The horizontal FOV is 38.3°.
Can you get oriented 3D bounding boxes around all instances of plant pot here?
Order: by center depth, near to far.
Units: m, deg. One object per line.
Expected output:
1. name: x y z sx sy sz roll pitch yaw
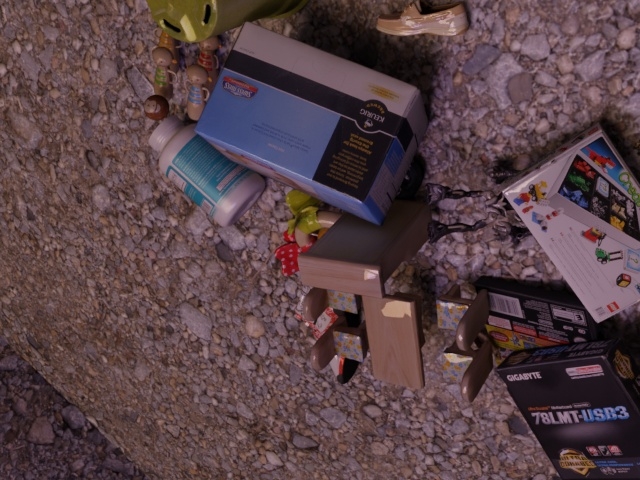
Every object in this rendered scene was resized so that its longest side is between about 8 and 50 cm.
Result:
1. plant pot: -0.183 -0.489 1.675 0.276 0.254 0.276 23 135 25

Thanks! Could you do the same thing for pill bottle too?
1. pill bottle: -0.264 -0.165 2.092 0.264 0.146 0.146 43 140 4

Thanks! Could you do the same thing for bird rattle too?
1. bird rattle: 0.000 0.000 2.028 0.207 0.143 0.253 14 136 10

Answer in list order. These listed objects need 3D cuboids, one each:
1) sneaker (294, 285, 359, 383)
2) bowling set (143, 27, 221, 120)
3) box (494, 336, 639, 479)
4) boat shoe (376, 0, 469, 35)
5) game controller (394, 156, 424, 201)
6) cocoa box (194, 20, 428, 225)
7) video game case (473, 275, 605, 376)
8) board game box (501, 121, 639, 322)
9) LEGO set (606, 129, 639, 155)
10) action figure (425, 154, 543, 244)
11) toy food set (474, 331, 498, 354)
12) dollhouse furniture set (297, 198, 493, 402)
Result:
1. sneaker: 0.017 0.212 2.210 0.145 0.090 0.270 19 129 29
2. bowling set: -0.278 -0.343 1.929 0.287 0.200 0.154 26 135 17
3. box: 0.522 0.337 1.777 0.293 0.073 0.295 57 146 -9
4. boat shoe: 0.176 -0.392 1.604 0.170 0.063 0.059 6 124 25
5. game controller: 0.064 -0.186 1.877 0.319 0.067 0.166 38 153 10
6. cocoa box: -0.009 -0.207 1.689 0.347 0.228 0.231 24 176 15
7. video game case: 0.448 0.202 1.841 0.275 0.035 0.248 12 130 48
8. board game box: 0.474 -0.025 1.575 0.193 0.053 0.305 -33 105 21
9. LEGO set: 0.499 -0.162 1.550 0.083 0.023 0.054 19 137 10
10. action figure: 0.330 -0.068 1.678 0.275 0.141 0.164 -5 95 0
11. toy food set: 0.333 0.199 1.963 0.122 0.019 0.078 50 161 19
12. dollhouse furniture set: 0.120 0.148 1.842 0.362 0.256 0.394 9 123 30
